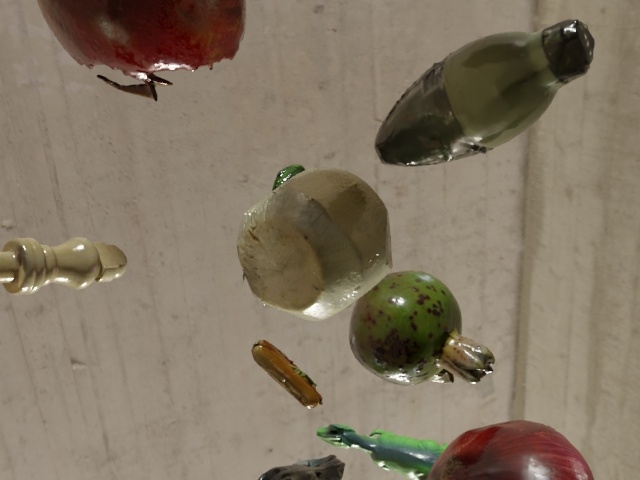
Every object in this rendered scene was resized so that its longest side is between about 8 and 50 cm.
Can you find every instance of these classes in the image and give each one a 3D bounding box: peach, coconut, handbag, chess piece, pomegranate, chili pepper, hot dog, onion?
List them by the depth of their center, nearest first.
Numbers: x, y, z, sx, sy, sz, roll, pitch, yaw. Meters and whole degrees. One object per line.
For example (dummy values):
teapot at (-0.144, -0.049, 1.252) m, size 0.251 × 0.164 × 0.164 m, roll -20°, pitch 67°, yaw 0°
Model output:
coconut at (-0.002, 0.002, 0.761) m, size 0.162 × 0.161 × 0.160 m, roll -28°, pitch -56°, yaw -53°
onion at (0.222, 0.321, 0.861) m, size 0.248 × 0.248 × 0.161 m, roll -30°, pitch -77°, yaw -16°
handbag at (-0.065, 0.411, 1.041) m, size 0.191 × 0.075 × 0.332 m, roll -54°, pitch -22°, yaw 1°
pomegranate at (0.162, 0.153, 1.125) m, size 0.202 × 0.248 × 0.202 m, roll -34°, pitch -43°, yaw -40°
chess piece at (-0.512, 0.041, 1.201) m, size 0.397 × 0.117 × 0.117 m, roll -2°, pitch -70°, yaw -50°
peach at (-0.332, -0.466, 1.251) m, size 0.335 × 0.406 × 0.309 m, roll -36°, pitch -40°, yaw -27°
chili pepper at (-0.065, -0.080, 1.403) m, size 0.073 × 0.050 × 0.182 m, roll 22°, pitch -121°, yaw -35°
hot dog at (-0.076, 0.327, 1.688) m, size 0.062 × 0.092 × 0.235 m, roll -46°, pitch -72°, yaw -4°

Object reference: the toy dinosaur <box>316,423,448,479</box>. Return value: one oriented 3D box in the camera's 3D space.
toy dinosaur at (0.261, 0.526, 1.689) m, size 0.375 × 0.500 × 0.143 m, roll 29°, pitch -113°, yaw -25°

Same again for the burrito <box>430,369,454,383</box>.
burrito at (0.196, 0.208, 1.332) m, size 0.087 × 0.226 × 0.060 m, roll 7°, pitch -71°, yaw -14°

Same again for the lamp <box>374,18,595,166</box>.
lamp at (0.141, -0.131, 0.658) m, size 0.101 × 0.250 × 0.101 m, roll 15°, pitch -114°, yaw -37°
